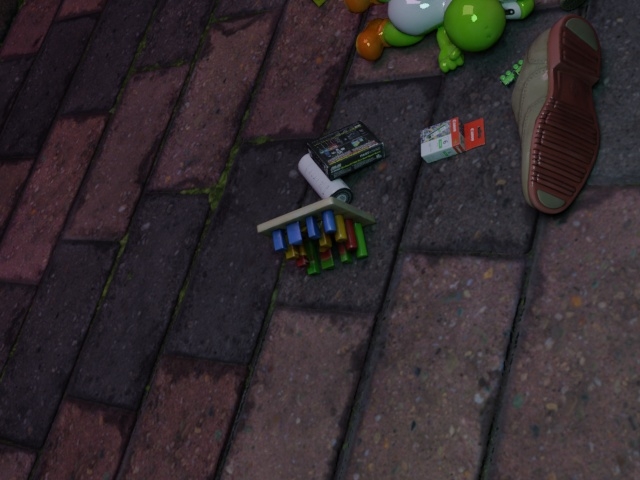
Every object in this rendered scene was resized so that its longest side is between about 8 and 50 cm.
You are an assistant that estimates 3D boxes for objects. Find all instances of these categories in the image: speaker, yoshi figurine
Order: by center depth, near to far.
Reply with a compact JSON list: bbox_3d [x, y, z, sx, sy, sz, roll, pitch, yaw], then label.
[{"bbox_3d":[0.213,-0.427,1.610,0.362,0.204,0.202,3,82,36],"label":"yoshi figurine"},{"bbox_3d":[0.008,-0.116,1.656,0.055,0.055,0.136,-45,46,7],"label":"speaker"}]

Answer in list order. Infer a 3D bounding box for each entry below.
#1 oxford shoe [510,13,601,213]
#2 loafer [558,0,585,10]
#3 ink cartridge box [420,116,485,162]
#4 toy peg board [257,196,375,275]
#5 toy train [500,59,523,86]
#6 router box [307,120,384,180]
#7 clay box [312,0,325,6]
[{"bbox_3d":[0.379,-0.197,1.411,0.130,0.123,0.348,-20,50,60],"label":"oxford shoe"},{"bbox_3d":[0.484,-0.471,1.509,0.148,0.056,0.050,-31,56,18],"label":"loafer"},{"bbox_3d":[0.239,-0.187,1.543,0.115,0.029,0.062,-17,55,29],"label":"ink cartridge box"},{"bbox_3d":[0.000,0.000,1.532,0.161,0.161,0.079,-21,69,26],"label":"toy peg board"},{"bbox_3d":[0.361,-0.309,1.533,0.083,0.017,0.023,-39,57,11],"label":"toy train"},{"bbox_3d":[0.049,-0.174,1.638,0.123,0.038,0.092,-25,45,-12],"label":"router box"},{"bbox_3d":[0.036,-0.656,1.960,0.222,0.053,0.127,-45,47,8],"label":"clay box"}]
